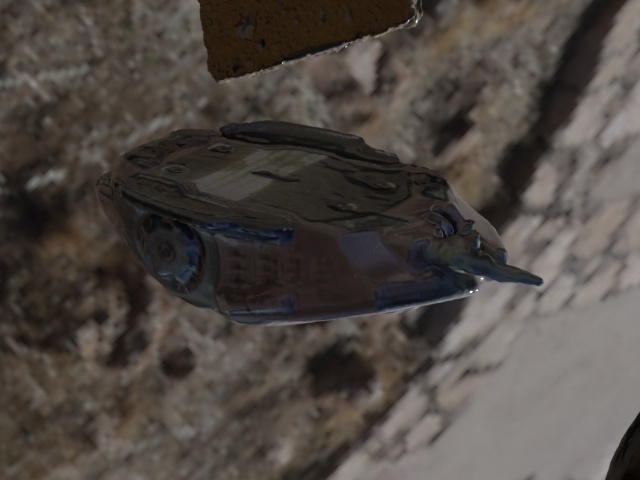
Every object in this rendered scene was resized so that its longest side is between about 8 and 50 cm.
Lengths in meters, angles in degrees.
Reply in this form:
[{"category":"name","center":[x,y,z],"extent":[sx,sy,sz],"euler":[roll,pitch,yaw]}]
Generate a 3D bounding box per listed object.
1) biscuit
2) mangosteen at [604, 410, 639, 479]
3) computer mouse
[{"category":"biscuit","center":[-0.015,-0.228,1.743],"extent":[0.231,0.131,0.025],"euler":[-12,174,32]},{"category":"mangosteen","center":[0.223,0.131,0.754],"extent":[0.243,0.243,0.243],"euler":[-34,152,-21]},{"category":"computer mouse","center":[-0.001,0.005,1.409],"extent":[0.199,0.389,0.115],"euler":[-33,130,-47]}]
